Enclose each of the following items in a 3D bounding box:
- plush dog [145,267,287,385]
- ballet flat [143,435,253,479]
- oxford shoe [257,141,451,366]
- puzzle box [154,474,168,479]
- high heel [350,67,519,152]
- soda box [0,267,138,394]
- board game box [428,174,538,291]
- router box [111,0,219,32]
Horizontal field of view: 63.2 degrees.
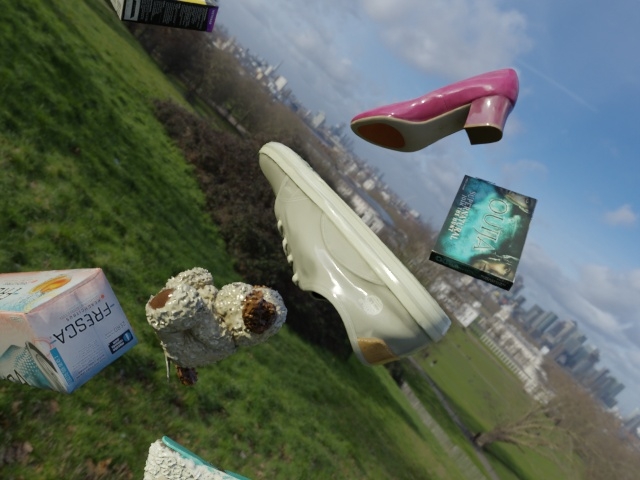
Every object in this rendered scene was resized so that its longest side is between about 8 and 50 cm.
[{"bbox_3d":[-0.174,0.152,0.973,0.262,0.225,0.211,-128,-155,-83],"label":"plush dog"},{"bbox_3d":[-0.299,0.683,1.436,0.409,0.147,0.147,28,10,-5],"label":"ballet flat"},{"bbox_3d":[0.000,0.000,0.743,0.169,0.130,0.449,41,9,-49],"label":"oxford shoe"},{"bbox_3d":[-0.292,0.703,1.074,0.272,0.409,0.052,37,35,22],"label":"puzzle box"},{"bbox_3d":[0.257,-0.306,1.204,0.377,0.181,0.127,9,-28,29],"label":"high heel"},{"bbox_3d":[-0.220,0.062,0.382,0.058,0.183,0.063,-40,118,-47],"label":"soda box"},{"bbox_3d":[0.259,-0.019,0.817,0.126,0.186,0.026,22,-37,13],"label":"board game box"},{"bbox_3d":[-0.244,-0.374,0.753,0.133,0.046,0.179,-8,53,-37],"label":"router box"}]
